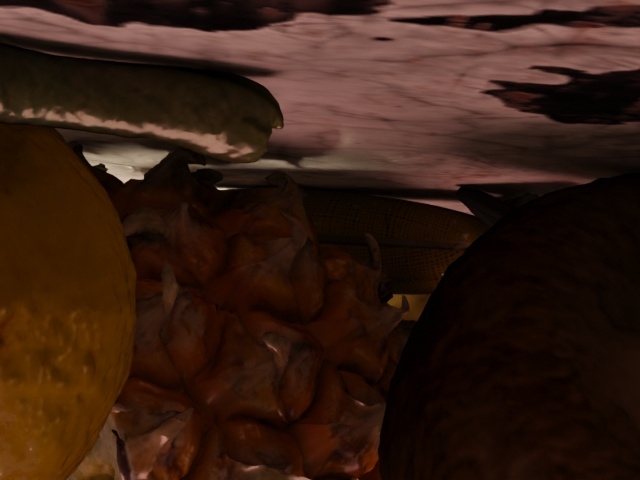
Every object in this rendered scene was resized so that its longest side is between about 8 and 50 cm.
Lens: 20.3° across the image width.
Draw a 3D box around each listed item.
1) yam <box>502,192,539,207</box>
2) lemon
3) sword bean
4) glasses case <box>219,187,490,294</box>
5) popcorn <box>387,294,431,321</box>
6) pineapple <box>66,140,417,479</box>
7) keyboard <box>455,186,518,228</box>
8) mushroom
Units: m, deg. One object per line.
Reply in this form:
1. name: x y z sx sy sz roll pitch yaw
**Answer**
1. yam: 0.114 -0.018 1.081 0.014 0.014 0.107 5 176 -6
2. lemon: -0.183 0.030 0.760 0.204 0.204 0.260 7 175 -30
3. sword bean: -0.139 -0.059 0.632 0.269 0.038 0.043 6 -159 -25
4. glasses case: 0.000 0.000 1.126 0.234 0.064 0.079 4 -178 23
5. popcorn: 0.143 0.130 1.368 0.349 0.349 0.381 7 137 -35
6. pineapple: -0.038 0.021 0.987 0.286 0.209 0.344 -15 -146 -28
7. keyboard: 0.210 0.076 1.128 0.103 0.041 0.381 30 167 46
8. mushroom: 0.200 0.087 0.780 0.334 0.331 0.356 32 153 9
